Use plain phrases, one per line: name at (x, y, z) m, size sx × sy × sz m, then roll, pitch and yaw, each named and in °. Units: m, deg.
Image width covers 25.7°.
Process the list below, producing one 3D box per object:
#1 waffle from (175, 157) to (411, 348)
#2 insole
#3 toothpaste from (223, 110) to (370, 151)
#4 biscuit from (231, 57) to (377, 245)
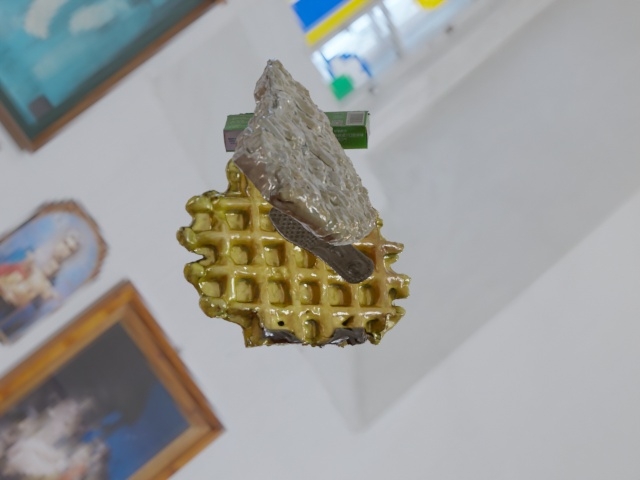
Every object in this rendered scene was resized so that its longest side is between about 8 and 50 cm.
waffle at (-0.031, 0.024, 1.798) m, size 0.307 × 0.312 × 0.060 m, roll 55°, pitch -35°, yaw -1°
insole at (0.000, 0.000, 1.329) m, size 0.135 × 0.045 × 0.002 m, roll 40°, pitch -21°, yaw 34°
toothpaste at (-0.028, -0.134, 1.726) m, size 0.043 × 0.178 × 0.037 m, roll -83°, pitch 169°, yaw -54°
biscuit at (-0.009, -0.061, 1.152) m, size 0.141 × 0.038 × 0.290 m, roll 44°, pitch 16°, yaw -15°
